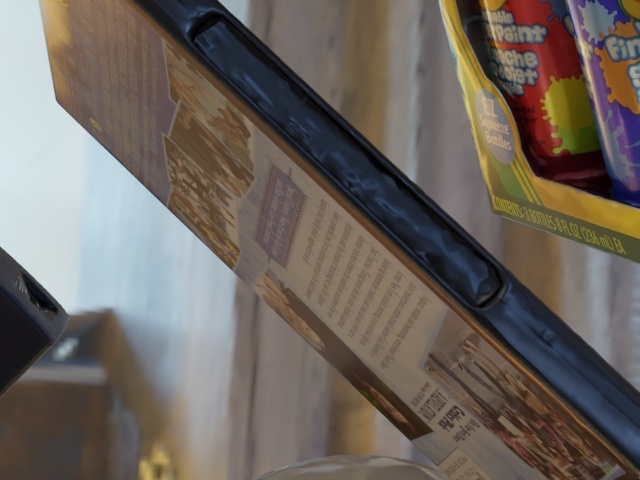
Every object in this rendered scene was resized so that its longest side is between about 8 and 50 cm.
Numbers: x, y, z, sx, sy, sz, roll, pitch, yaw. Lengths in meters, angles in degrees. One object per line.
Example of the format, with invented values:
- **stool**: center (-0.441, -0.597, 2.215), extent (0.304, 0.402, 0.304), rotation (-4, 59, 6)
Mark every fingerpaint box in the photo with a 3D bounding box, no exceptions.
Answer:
- **fingerpaint box**: center (0.243, -0.174, 1.225), extent (0.445, 0.163, 0.371), rotation (26, 135, 64)

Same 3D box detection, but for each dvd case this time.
- **dvd case**: center (0.000, 0.000, 0.580), extent (0.022, 0.253, 0.180), rotation (-44, -7, -15)

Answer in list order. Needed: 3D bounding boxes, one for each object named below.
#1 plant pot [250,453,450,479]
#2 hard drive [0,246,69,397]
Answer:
- **plant pot**: center (0.040, 0.277, 0.925), extent (0.191, 0.284, 0.284), rotation (-155, 73, -69)
- **hard drive**: center (-0.335, 0.046, 1.339), extent (0.172, 0.254, 0.054), rotation (-44, 28, 6)
